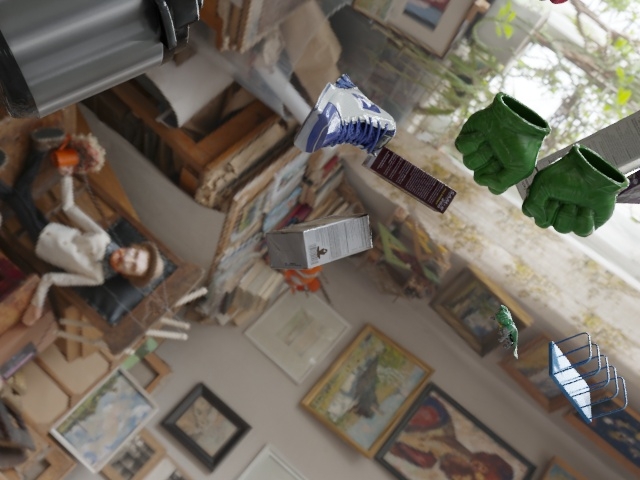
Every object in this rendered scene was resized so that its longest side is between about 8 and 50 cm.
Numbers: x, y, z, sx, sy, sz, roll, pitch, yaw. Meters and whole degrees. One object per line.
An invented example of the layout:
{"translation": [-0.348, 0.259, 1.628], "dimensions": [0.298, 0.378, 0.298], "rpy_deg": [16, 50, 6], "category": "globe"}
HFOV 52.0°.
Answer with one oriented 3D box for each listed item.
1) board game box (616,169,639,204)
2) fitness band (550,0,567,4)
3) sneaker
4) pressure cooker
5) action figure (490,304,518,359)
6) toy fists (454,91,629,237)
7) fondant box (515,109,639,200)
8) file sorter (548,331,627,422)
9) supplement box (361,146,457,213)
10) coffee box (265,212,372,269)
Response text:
{"translation": [0.977, -0.185, 1.807], "dimensions": [0.208, 0.056, 0.347], "rpy_deg": [-5, 162, -23], "category": "board game box"}
{"translation": [0.604, -0.759, 1.716], "dimensions": [0.054, 0.290, 0.209], "rpy_deg": [-7, 158, 0], "category": "fitness band"}
{"translation": [0.075, -0.263, 1.462], "dimensions": [0.127, 0.182, 0.315], "rpy_deg": [-55, -179, 31], "category": "sneaker"}
{"translation": [-0.427, -0.447, 1.142], "dimensions": [0.421, 0.369, 0.376], "rpy_deg": [-29, -170, -20], "category": "pressure cooker"}
{"translation": [0.528, 0.246, 1.876], "dimensions": [0.064, 0.137, 0.232], "rpy_deg": [-18, 149, 10], "category": "action figure"}
{"translation": [0.349, -0.111, 1.073], "dimensions": [0.142, 0.279, 0.096], "rpy_deg": [-58, 174, 37], "category": "toy fists"}
{"translation": [0.632, -0.183, 1.467], "dimensions": [0.330, 0.096, 0.238], "rpy_deg": [-27, 169, 37], "category": "fondant box"}
{"translation": [0.631, 0.319, 1.552], "dimensions": [0.105, 0.170, 0.118], "rpy_deg": [-32, -162, 32], "category": "file sorter"}
{"translation": [0.231, -0.164, 1.729], "dimensions": [0.073, 0.240, 0.130], "rpy_deg": [-59, -176, 5], "category": "supplement box"}
{"translation": [0.000, 0.000, 1.684], "dimensions": [0.141, 0.098, 0.247], "rpy_deg": [0, -168, 44], "category": "coffee box"}
